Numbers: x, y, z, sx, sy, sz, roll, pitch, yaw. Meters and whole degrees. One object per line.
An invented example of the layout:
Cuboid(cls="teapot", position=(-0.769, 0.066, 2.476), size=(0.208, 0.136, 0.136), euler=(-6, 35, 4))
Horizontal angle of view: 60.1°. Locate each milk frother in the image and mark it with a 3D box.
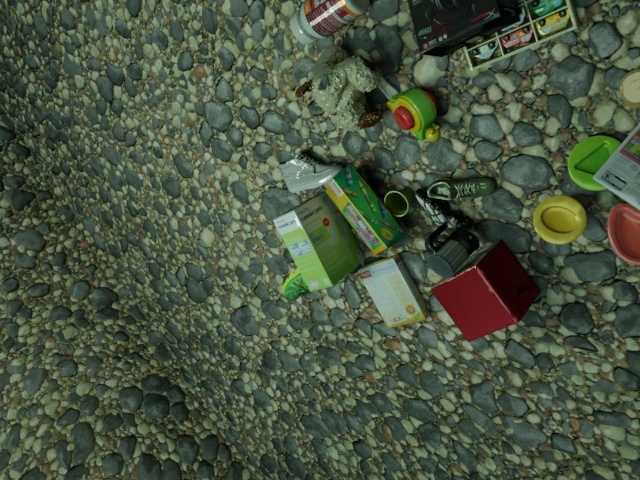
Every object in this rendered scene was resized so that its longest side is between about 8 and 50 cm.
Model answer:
Cuboid(cls="milk frother", position=(0.360, 0.037, 1.592), size=(0.129, 0.135, 0.143), euler=(39, 154, 20))

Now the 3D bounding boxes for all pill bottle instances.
Cuboid(cls="pill bottle", position=(0.021, -0.647, 1.557), size=(0.221, 0.121, 0.121), euler=(-17, 103, 44))

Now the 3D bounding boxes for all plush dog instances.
Cuboid(cls="plush dog", position=(0.062, -0.409, 1.599), size=(0.225, 0.211, 0.262), euler=(51, 177, -39))

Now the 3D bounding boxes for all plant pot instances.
Cuboid(cls="plant pot", position=(0.251, -0.126, 1.698), size=(0.083, 0.079, 0.083), euler=(20, 126, 30))

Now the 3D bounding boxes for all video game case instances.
Cuboid(cls="video game case", position=(0.758, -0.154, 1.237), size=(0.201, 0.023, 0.183), euler=(42, 110, 21))

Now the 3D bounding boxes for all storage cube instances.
Cuboid(cls="storage cube", position=(0.476, 0.144, 1.595), size=(0.193, 0.184, 0.215), euler=(54, 136, 3))

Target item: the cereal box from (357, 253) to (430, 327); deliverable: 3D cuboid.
Cuboid(cls="cereal box", position=(0.250, 0.176, 1.899), size=(0.173, 0.047, 0.240), euler=(-21, 99, 45))

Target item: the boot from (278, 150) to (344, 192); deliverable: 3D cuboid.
Cuboid(cls="boot", position=(-0.042, -0.244, 1.862), size=(0.258, 0.095, 0.123), euler=(-12, 113, 44))

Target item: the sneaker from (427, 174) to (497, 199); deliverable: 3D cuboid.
Cuboid(cls="sneaker", position=(0.392, -0.142, 1.566), size=(0.192, 0.086, 0.064), euler=(5, 117, 38))

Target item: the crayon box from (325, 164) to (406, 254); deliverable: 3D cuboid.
Cuboid(cls="crayon box", position=(0.138, -0.092, 1.760), size=(0.278, 0.081, 0.165), euler=(52, 169, 3))

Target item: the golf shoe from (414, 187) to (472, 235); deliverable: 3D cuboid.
Cuboid(cls="golf shoe", position=(0.350, -0.074, 1.650), size=(0.198, 0.077, 0.093), euler=(42, 135, 14))

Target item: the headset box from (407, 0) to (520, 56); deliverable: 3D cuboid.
Cuboid(cls="headset box", position=(0.315, -0.616, 1.301), size=(0.218, 0.110, 0.293), euler=(-12, 91, 44))

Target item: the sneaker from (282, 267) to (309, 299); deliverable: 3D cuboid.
Cuboid(cls="sneaker", position=(-0.049, 0.154, 2.092), size=(0.123, 0.109, 0.295), euler=(49, 135, 11))

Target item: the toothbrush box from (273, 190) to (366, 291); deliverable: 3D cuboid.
Cuboid(cls="toothbrush box", position=(0.000, 0.000, 1.892), size=(0.122, 0.206, 0.283), euler=(-21, 99, 45))

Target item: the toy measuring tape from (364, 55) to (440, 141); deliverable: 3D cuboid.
Cuboid(cls="toy measuring tape", position=(0.224, -0.408, 1.533), size=(0.330, 0.121, 0.121), euler=(53, 136, 10))

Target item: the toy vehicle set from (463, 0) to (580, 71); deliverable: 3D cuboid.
Cuboid(cls="toy vehicle set", position=(0.458, -0.533, 1.319), size=(0.267, 0.035, 0.165), euler=(-13, 105, 43))

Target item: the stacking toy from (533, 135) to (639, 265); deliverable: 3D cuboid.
Cuboid(cls="stacking toy", position=(0.714, -0.094, 1.350), size=(0.309, 0.130, 0.279), euler=(22, 101, 26))

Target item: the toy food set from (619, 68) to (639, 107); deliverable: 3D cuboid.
Cuboid(cls="toy food set", position=(0.712, -0.341, 1.231), size=(0.083, 0.020, 0.083), euler=(-24, 97, 45))
